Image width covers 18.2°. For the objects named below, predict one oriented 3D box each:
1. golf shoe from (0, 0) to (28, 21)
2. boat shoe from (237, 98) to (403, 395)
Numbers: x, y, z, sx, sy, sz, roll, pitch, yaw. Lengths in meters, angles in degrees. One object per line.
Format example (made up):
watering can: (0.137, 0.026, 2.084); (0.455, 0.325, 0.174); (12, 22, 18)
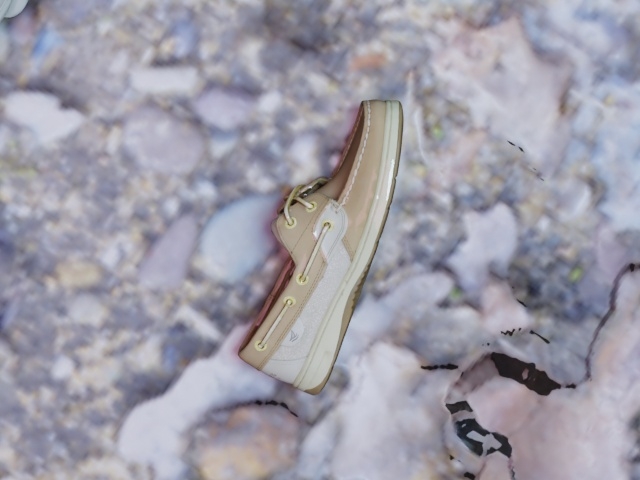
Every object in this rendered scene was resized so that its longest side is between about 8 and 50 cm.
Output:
golf shoe: (-0.184, -0.164, 0.828); (0.069, 0.086, 0.176); (-34, 95, 11)
boat shoe: (0.000, 0.000, 0.863); (0.045, 0.050, 0.135); (17, 101, -5)
